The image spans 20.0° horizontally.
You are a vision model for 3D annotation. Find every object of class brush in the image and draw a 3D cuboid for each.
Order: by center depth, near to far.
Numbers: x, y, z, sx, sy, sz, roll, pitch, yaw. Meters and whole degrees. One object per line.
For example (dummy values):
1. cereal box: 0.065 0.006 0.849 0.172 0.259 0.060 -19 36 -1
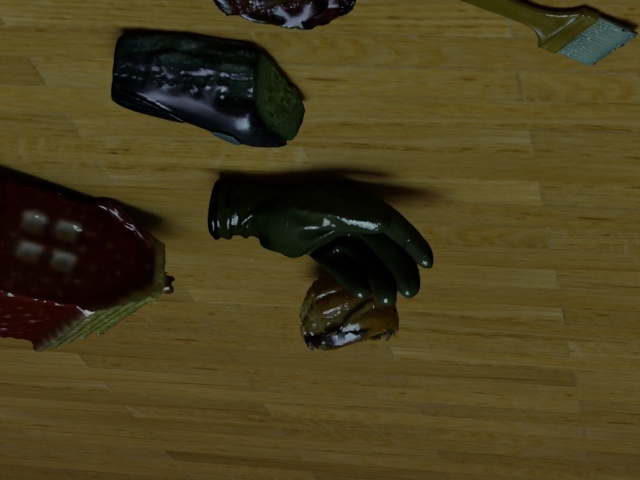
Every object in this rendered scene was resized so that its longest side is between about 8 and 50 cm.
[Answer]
1. brush: 0.174 -0.206 1.619 0.218 0.010 0.082 18 156 -20

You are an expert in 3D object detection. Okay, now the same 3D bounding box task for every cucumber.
1. cucumber: -0.111 -0.145 1.788 0.193 0.085 0.115 15 160 0

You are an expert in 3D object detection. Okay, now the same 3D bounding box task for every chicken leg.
1. chicken leg: -0.063 -0.238 1.576 0.205 0.053 0.093 9 136 -19

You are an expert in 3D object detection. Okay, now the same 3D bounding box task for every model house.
1. model house: -0.316 0.042 2.204 0.254 0.160 0.196 16 156 -22

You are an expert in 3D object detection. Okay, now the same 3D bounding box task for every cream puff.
1. cream puff: 0.032 0.085 2.256 0.119 0.104 0.133 -16 -176 -38

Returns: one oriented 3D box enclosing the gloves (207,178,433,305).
1. gloves: 0.002 -0.012 2.031 0.268 0.107 0.135 21 153 16
